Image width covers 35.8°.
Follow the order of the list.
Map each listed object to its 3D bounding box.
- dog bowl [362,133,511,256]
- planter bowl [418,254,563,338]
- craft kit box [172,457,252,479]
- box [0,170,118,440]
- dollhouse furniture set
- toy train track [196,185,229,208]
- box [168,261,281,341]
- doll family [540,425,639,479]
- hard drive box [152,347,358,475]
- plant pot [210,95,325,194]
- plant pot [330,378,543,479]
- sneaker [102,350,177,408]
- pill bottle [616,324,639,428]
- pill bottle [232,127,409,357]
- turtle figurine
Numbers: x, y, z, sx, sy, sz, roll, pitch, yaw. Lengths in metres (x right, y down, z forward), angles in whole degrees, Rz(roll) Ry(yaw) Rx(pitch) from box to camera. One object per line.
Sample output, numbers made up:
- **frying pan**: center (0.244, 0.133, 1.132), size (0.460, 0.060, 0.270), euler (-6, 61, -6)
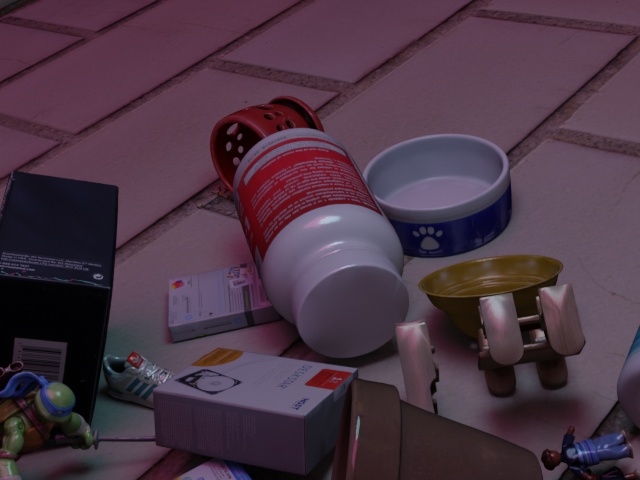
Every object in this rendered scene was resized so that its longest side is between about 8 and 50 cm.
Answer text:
- **dog bowl**: center (0.212, -0.086, 1.795), size (0.265, 0.104, 0.265), euler (-9, 33, 6)
- **planter bowl**: center (0.262, 0.093, 1.501), size (0.217, 0.090, 0.217), euler (-10, 12, 2)
- **craft kit box**: center (-0.165, 0.403, 1.232), size (0.247, 0.061, 0.250), euler (-22, 34, -20)
- **box**: center (-0.415, 0.096, 1.516), size (0.183, 0.296, 0.294), euler (7, 31, -14)
- **dollhouse furniture set**: center (0.232, 0.180, 1.321), size (0.242, 0.212, 0.161), euler (-10, 70, 4)
- **toy train track**: center (-0.219, -0.091, 2.022), size (0.048, 0.014, 0.083), euler (21, 46, 40)
- **box**: center (-0.166, 0.099, 1.699), size (0.186, 0.038, 0.145), euler (-12, 32, -1)
- **doll family**: center (0.341, 0.306, 1.204), size (0.111, 0.076, 0.193), euler (-15, 28, 3)
- **hard drive box**: center (-0.086, 0.231, 1.380), size (0.232, 0.089, 0.181), euler (6, 16, 23)
- **plant pot**: center (-0.095, -0.183, 1.971), size (0.191, 0.191, 0.174), euler (18, 34, 37)
- **plant pot**: center (0.129, 0.303, 1.144), size (0.229, 0.263, 0.263), euler (8, 35, 0)
- **sneaker**: center (-0.269, 0.211, 1.529), size (0.161, 0.075, 0.057), euler (6, 37, 25)
- **pill bottle**: center (0.502, 0.137, 1.333), size (0.146, 0.146, 0.264), euler (9, 38, 29)
- **pill bottle**: center (0.000, 0.000, 1.618), size (0.229, 0.229, 0.407), euler (-16, 35, -6)
- **turtle figurine**: center (-0.389, 0.315, 1.343), size (0.266, 0.275, 0.197), euler (-28, 35, 30)
